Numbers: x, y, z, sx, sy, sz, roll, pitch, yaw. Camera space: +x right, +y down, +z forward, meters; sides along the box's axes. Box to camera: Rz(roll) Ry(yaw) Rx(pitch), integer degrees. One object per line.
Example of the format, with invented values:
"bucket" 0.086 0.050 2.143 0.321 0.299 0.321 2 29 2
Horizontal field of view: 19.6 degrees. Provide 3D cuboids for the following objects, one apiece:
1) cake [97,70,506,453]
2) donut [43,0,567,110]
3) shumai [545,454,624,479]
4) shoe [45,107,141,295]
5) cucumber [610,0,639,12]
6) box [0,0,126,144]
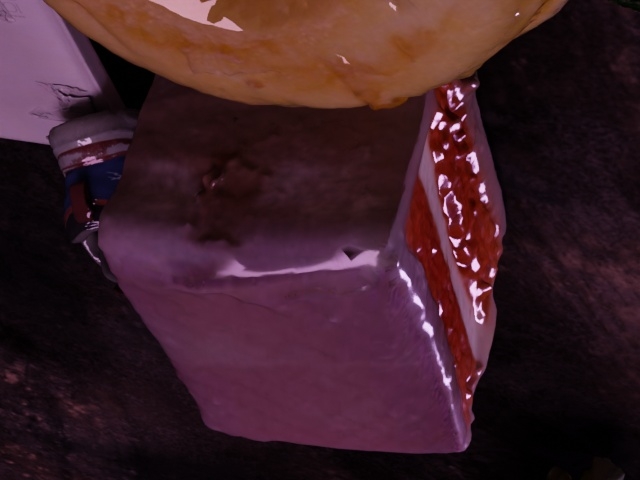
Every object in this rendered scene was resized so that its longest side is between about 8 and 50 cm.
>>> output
"cake" 0.000 0.000 1.363 0.230 0.237 0.309 6 148 18
"donut" -0.046 -0.246 1.044 0.449 0.198 0.449 12 147 8
"shumai" 0.235 0.377 1.748 0.292 0.330 0.288 24 169 39
"shoe" -0.133 -0.016 1.472 0.099 0.125 0.227 -18 154 20
"cucumber" 0.299 -0.168 1.114 0.303 0.081 0.072 -3 172 29
"box" -0.237 -0.143 1.397 0.142 0.044 0.285 8 159 12
